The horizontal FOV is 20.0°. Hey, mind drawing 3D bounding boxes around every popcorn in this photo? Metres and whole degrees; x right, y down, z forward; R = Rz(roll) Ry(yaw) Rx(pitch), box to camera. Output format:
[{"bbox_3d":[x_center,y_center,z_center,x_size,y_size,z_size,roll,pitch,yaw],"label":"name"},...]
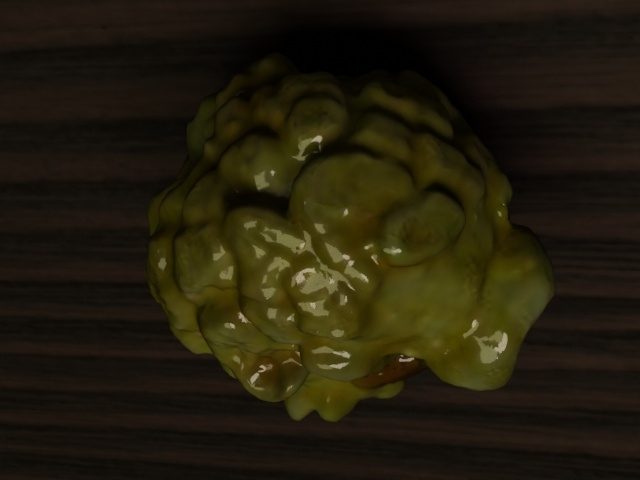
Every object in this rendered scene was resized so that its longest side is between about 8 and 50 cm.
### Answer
[{"bbox_3d":[0.010,0.006,1.024,0.217,0.181,0.235,27,146,-5],"label":"popcorn"}]
